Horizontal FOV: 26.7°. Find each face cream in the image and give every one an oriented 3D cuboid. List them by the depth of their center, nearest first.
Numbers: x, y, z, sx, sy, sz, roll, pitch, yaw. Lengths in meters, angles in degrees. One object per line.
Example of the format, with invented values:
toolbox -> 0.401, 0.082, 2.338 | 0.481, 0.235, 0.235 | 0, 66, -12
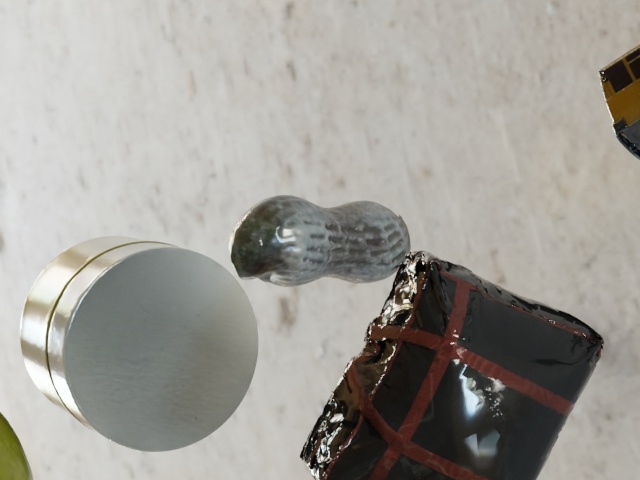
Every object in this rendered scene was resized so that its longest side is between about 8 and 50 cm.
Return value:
face cream -> -0.202, 0.107, 1.478 | 0.179, 0.218, 0.218 | 9, 109, 62

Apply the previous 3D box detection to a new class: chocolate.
chocolate -> 0.000, 0.000, 1.562 | 0.110, 0.248, 0.110 | 1, 92, 47

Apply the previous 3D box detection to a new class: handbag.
handbag -> 0.098, 0.127, 1.065 | 0.215, 0.169, 0.155 | -63, 12, -4

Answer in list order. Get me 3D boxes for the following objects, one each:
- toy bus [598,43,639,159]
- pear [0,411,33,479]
toy bus -> 0.408, -0.184, 1.477 | 0.201, 0.098, 0.114 | -32, 54, 23
pear -> -0.348, 0.249, 1.026 | 0.375, 0.287, 0.287 | 66, 148, 31
